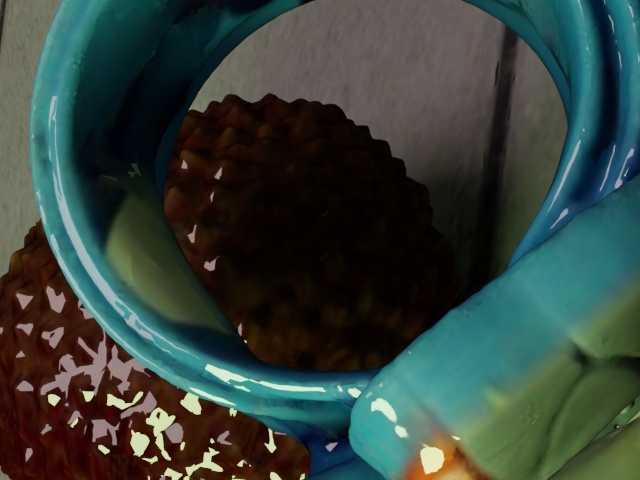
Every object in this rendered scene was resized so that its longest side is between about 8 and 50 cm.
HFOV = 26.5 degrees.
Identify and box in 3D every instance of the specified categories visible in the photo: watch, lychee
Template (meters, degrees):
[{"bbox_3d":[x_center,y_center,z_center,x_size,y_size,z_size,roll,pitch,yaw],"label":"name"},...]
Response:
[{"bbox_3d":[0.000,0.000,0.558,0.274,0.305,0.241,52,177,16],"label":"watch"},{"bbox_3d":[-0.047,0.066,0.768,0.275,0.275,0.304,38,109,55],"label":"lychee"}]

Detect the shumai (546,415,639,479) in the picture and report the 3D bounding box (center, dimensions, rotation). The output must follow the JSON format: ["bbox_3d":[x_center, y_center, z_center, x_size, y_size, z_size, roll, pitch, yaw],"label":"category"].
[{"bbox_3d":[0.193,0.159,0.449,0.263,0.304,0.309,-51,-25,-67],"label":"shumai"}]
